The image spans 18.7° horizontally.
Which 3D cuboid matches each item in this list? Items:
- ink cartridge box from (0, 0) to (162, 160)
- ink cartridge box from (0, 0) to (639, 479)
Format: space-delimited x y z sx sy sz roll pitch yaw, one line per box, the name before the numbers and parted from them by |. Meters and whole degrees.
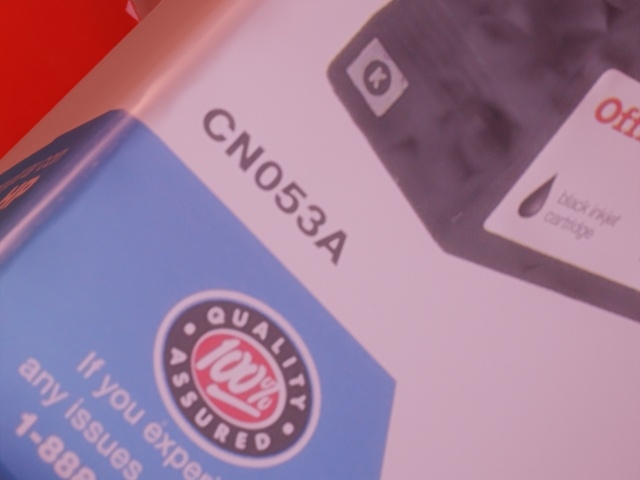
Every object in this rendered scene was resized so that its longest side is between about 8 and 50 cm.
ink cartridge box | 0.000 0.000 0.561 0.239 0.060 0.275 -25 90 -47
ink cartridge box | 0.060 0.006 0.468 0.223 0.129 0.307 46 64 -10
